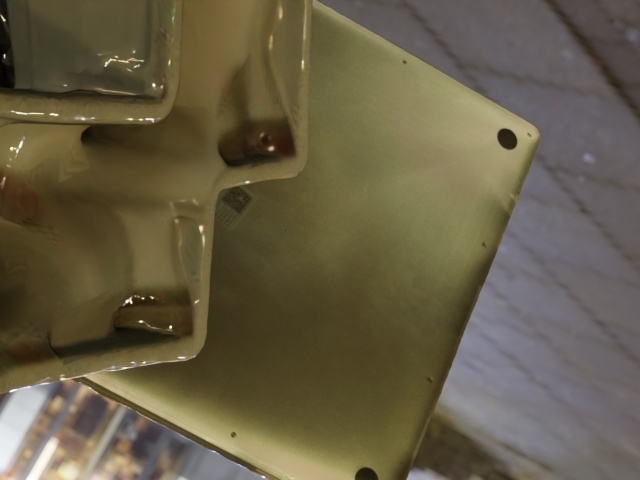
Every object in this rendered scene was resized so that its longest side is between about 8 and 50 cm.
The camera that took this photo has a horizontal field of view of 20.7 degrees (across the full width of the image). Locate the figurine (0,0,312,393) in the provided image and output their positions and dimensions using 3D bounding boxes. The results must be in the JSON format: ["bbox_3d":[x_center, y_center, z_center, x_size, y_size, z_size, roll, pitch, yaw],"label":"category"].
[{"bbox_3d":[-0.159,-0.057,0.548,0.285,0.342,0.167,12,126,32],"label":"figurine"}]

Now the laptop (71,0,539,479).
[{"bbox_3d":[0.000,0.000,0.943,0.188,0.269,0.015,29,152,-7],"label":"laptop"}]
